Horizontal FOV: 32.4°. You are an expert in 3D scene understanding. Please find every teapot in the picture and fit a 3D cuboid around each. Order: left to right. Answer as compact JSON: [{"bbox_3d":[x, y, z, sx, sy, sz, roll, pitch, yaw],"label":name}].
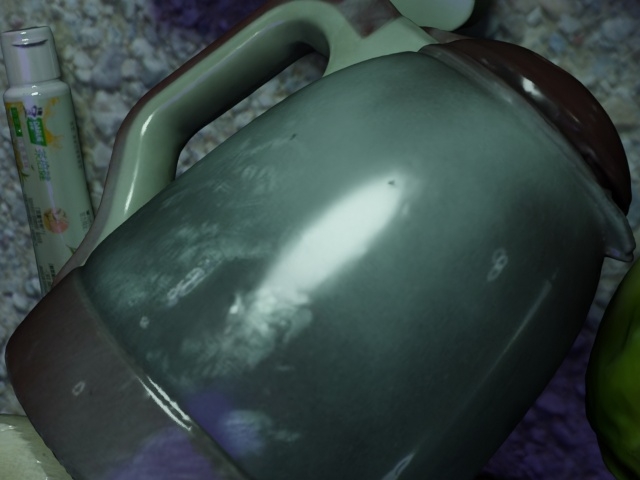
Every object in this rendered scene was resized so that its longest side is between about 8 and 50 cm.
[{"bbox_3d":[0.000,0.000,0.617,0.312,0.233,0.315,-44,60,-1],"label":"teapot"}]

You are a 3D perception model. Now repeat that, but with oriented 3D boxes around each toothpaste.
[{"bbox_3d":[-0.204,-0.009,0.872,0.056,0.058,0.314,-13,107,-20],"label":"toothpaste"}]

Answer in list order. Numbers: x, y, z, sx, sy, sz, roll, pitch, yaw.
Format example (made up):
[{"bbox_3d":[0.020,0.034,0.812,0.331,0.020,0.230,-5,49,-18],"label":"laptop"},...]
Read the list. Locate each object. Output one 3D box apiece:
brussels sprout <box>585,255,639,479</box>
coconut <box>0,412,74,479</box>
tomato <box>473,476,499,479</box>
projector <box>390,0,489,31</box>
[{"bbox_3d":[0.297,0.091,0.613,0.259,0.227,0.294,52,140,-6],"label":"brussels sprout"},{"bbox_3d":[-0.190,0.251,0.839,0.237,0.266,0.237,-25,55,41],"label":"coconut"},{"bbox_3d":[0.089,0.285,0.784,0.233,0.139,0.200,-22,89,25],"label":"tomato"},{"bbox_3d":[0.001,-0.281,0.702,0.257,0.079,0.259,15,108,18],"label":"projector"}]
